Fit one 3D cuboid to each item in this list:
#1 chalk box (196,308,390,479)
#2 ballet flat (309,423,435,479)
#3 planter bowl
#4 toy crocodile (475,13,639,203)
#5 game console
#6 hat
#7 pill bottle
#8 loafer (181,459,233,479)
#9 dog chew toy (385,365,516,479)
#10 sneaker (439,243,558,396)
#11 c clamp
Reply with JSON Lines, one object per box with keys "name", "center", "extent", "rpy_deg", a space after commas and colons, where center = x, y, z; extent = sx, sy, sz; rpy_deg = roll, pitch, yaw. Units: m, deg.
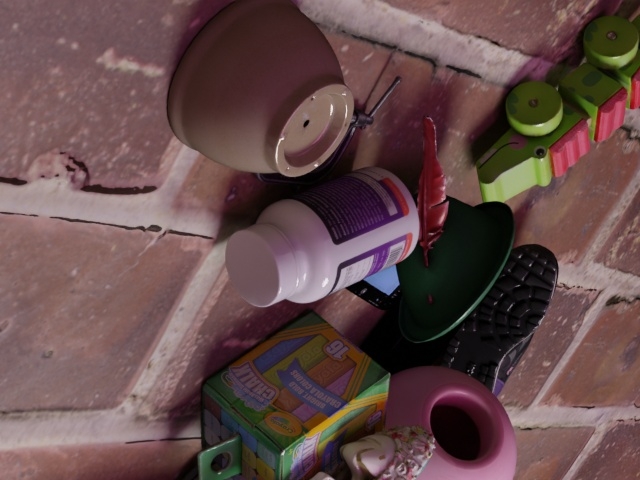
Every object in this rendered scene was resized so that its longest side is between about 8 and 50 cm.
{"name": "chalk box", "center": [-0.044, 0.203, 1.797], "extent": [0.213, 0.132, 0.132], "rpy_deg": [-34, 147, -29]}
{"name": "ballet flat", "center": [0.030, 0.268, 1.764], "extent": [0.241, 0.091, 0.077], "rpy_deg": [-42, 125, -23]}
{"name": "planter bowl", "center": [-0.040, -0.123, 1.454], "extent": [0.162, 0.109, 0.162], "rpy_deg": [-35, 147, -27]}
{"name": "toy crocodile", "center": [0.311, -0.158, 1.926], "extent": [0.340, 0.105, 0.115], "rpy_deg": [-41, 150, -18]}
{"name": "game console", "center": [0.097, 0.055, 1.926], "extent": [0.213, 0.044, 0.361], "rpy_deg": [-53, 151, 2]}
{"name": "hat", "center": [0.090, -0.022, 1.746], "extent": [0.183, 0.173, 0.208], "rpy_deg": [35, 97, -23]}
{"name": "pill bottle", "center": [0.000, 0.000, 1.654], "extent": [0.193, 0.108, 0.108], "rpy_deg": [-23, 140, -41]}
{"name": "loafer", "center": [-0.165, 0.372, 1.865], "extent": [0.267, 0.084, 0.096], "rpy_deg": [-55, 151, 7]}
{"name": "dog chew toy", "center": [0.102, 0.290, 2.030], "extent": [0.206, 0.207, 0.332], "rpy_deg": [-29, 168, -35]}
{"name": "sneaker", "center": [0.236, 0.111, 2.159], "extent": [0.124, 0.107, 0.283], "rpy_deg": [-32, 153, -58]}
{"name": "c clamp", "center": [0.000, -0.111, 1.623], "extent": [0.160, 0.022, 0.137], "rpy_deg": [-6, 133, -54]}
